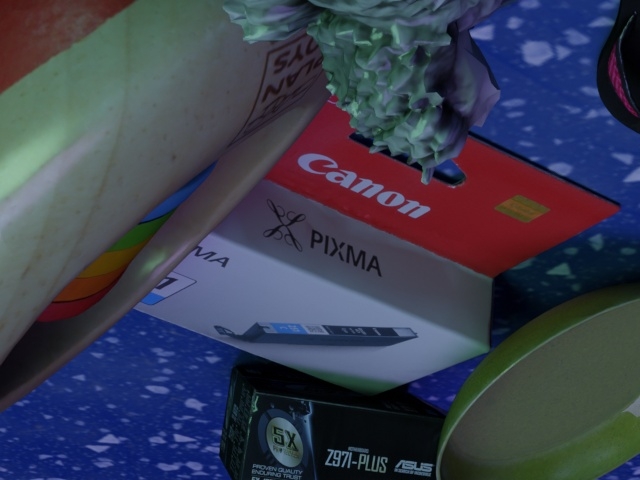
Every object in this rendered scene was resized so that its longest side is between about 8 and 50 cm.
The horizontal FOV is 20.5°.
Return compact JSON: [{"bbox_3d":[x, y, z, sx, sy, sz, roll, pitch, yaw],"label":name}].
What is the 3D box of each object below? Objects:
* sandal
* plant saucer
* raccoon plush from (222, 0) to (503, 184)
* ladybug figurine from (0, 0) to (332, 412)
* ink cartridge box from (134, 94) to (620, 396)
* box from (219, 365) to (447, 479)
[{"bbox_3d":[0.184,-0.098,0.960,0.067,0.040,0.179,1,152,8],"label":"sandal"},{"bbox_3d":[0.182,0.104,1.254,0.241,0.037,0.241,-20,145,-15],"label":"plant saucer"},{"bbox_3d":[-0.081,-0.144,0.647,0.216,0.299,0.446,27,146,-35],"label":"raccoon plush"},{"bbox_3d":[-0.138,-0.052,0.878,0.162,0.305,0.449,50,137,3],"label":"ladybug figurine"},{"bbox_3d":[0.000,0.000,1.152,0.296,0.066,0.261,22,149,-30],"label":"ink cartridge box"},{"bbox_3d":[0.006,0.151,1.343,0.147,0.077,0.180,9,180,-7],"label":"box"}]
